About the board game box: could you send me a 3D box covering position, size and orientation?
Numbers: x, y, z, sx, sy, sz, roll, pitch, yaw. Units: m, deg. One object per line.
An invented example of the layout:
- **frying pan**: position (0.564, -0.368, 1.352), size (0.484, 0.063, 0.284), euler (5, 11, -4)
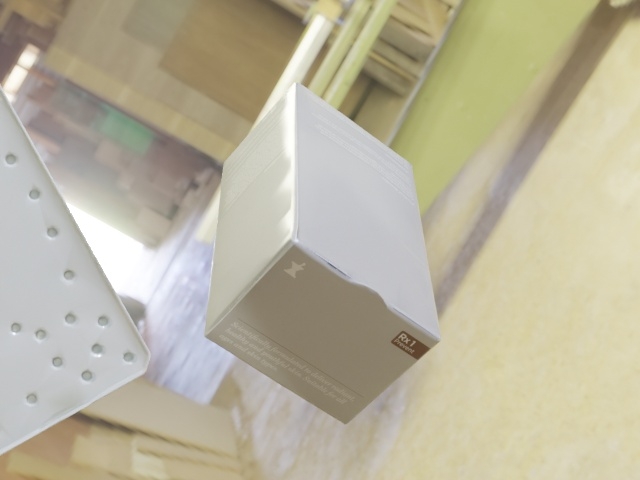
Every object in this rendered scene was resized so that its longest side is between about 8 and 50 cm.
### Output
- **board game box**: position (-0.415, 0.041, 1.024), size (0.390, 0.390, 0.050), euler (-29, 8, -10)

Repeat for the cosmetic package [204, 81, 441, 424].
- **cosmetic package**: position (0.000, 0.000, 0.803), size (0.107, 0.127, 0.238), euler (-45, 21, 26)
